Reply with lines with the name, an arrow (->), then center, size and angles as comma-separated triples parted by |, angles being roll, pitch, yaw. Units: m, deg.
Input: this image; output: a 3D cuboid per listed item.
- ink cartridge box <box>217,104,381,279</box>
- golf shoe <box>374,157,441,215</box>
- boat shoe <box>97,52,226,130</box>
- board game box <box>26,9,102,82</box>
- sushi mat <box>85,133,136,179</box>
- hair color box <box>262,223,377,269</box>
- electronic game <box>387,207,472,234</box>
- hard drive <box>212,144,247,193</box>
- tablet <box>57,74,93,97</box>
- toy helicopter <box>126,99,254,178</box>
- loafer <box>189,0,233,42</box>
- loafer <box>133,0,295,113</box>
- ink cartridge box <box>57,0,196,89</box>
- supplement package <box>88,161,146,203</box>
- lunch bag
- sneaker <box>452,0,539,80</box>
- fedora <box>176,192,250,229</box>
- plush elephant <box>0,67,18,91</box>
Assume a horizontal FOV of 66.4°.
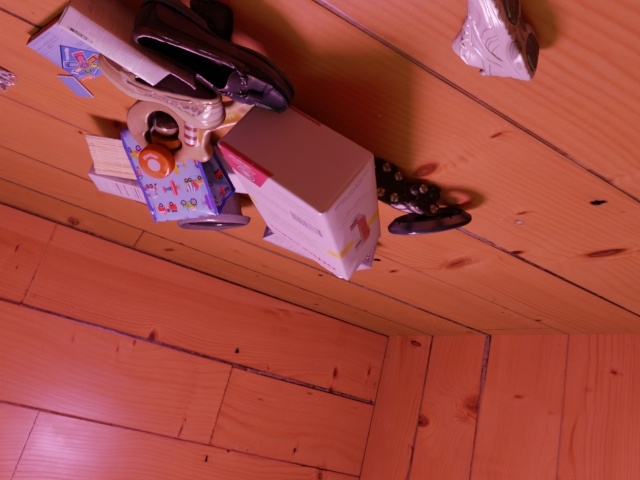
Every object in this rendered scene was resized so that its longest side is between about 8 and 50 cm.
ink cartridge box -> -0.023, -0.100, 1.094 | 0.279, 0.160, 0.384 | 34, 166, 21
golf shoe -> 0.188, -0.127, 1.298 | 0.273, 0.105, 0.120 | 23, 165, -24
boat shoe -> -0.318, -0.329, 0.984 | 0.285, 0.104, 0.089 | 26, 156, 0
board game box -> -0.516, -0.430, 1.071 | 0.281, 0.027, 0.145 | -2, 155, 40
sushi mat -> -0.526, -0.229, 1.447 | 0.317, 0.019, 0.151 | 10, 137, 3
hair color box -> 0.000, 0.000, 1.799 | 0.375, 0.113, 0.185 | 24, 160, -24
electronic game -> 0.301, -0.049, 1.356 | 0.229, 0.048, 0.229 | -9, -169, 2
hard drive -> -0.287, -0.215, 1.497 | 0.353, 0.047, 0.233 | 8, 160, 19
tablet -> -0.641, -0.404, 1.281 | 0.054, 0.006, 0.083 | 9, 160, 17
toy helicopter -> -0.285, -0.292, 1.117 | 0.355, 0.140, 0.235 | -7, 124, 18
loafer -> -0.214, -0.371, 0.943 | 0.078, 0.076, 0.223 | 21, 157, -3
loafer -> -0.185, -0.303, 0.867 | 0.303, 0.095, 0.109 | 28, 148, -28
ink cartridge box -> -0.336, -0.361, 0.876 | 0.224, 0.223, 0.045 | 28, 115, -34
supplement package -> -0.596, -0.212, 1.598 | 0.244, 0.139, 0.134 | 16, 160, -3
lunch bag -> -0.403, -0.211, 1.345 | 0.221, 0.138, 0.293 | -5, 127, 20
sneaker -> 0.242, -0.314, 0.729 | 0.115, 0.090, 0.232 | 4, 159, 39
fedora -> -0.367, -0.110, 1.689 | 0.244, 0.124, 0.275 | 1, 175, -27
plush elephant -> -0.955, -0.386, 1.179 | 0.272, 0.255, 0.330 | 0, 157, 39
